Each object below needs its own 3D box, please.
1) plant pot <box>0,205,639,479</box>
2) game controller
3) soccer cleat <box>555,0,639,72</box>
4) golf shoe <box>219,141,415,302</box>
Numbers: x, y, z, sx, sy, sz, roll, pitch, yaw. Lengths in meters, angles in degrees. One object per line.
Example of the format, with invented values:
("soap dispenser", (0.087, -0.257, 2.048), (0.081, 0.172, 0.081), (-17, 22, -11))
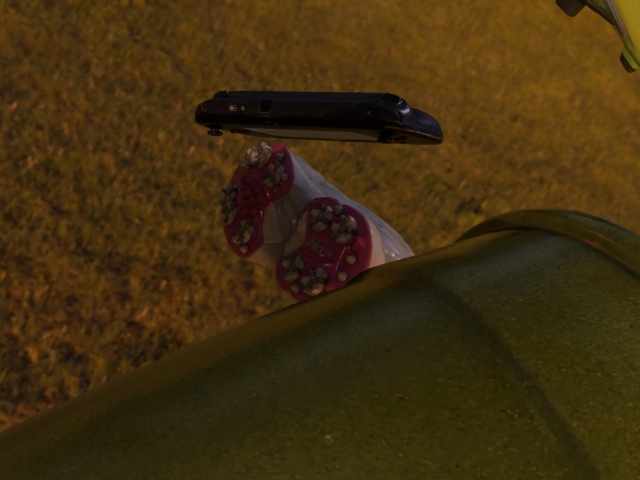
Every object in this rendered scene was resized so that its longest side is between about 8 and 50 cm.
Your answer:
("plant pot", (-0.040, 0.198, 0.406), (0.353, 0.366, 0.366), (-11, 44, -20))
("game controller", (-0.004, -0.150, 1.441), (0.319, 0.067, 0.166), (7, -8, 33))
("soccer cleat", (0.238, -0.162, 0.706), (0.093, 0.121, 0.289), (-1, 38, -31))
("golf shoe", (0.000, 0.000, 1.075), (0.140, 0.115, 0.306), (28, 11, -33))
